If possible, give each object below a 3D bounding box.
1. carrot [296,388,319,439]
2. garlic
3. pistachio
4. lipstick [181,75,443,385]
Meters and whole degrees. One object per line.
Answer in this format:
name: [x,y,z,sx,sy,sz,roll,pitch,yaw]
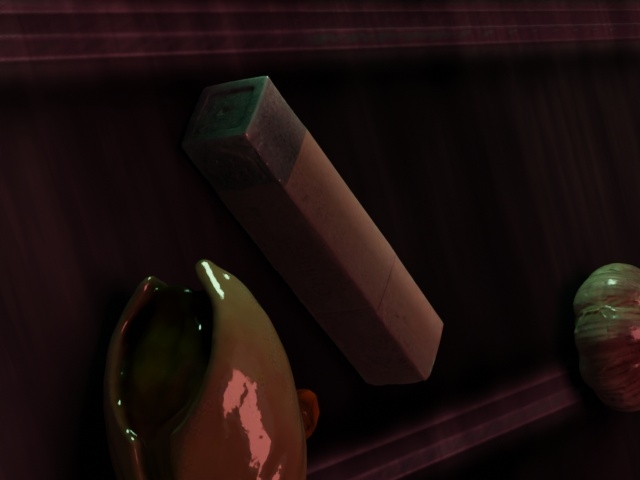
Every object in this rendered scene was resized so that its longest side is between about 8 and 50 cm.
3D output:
carrot: [-0.051,0.161,1.504,0.171,0.042,0.042,-34,111,-54]
garlic: [0.328,0.101,2.067,0.147,0.102,0.159,2,81,-57]
pistachio: [-0.079,0.133,1.375,0.153,0.138,0.238,2,76,-71]
lipstick: [0.000,0.000,1.596,0.317,0.066,0.068,53,41,-38]
